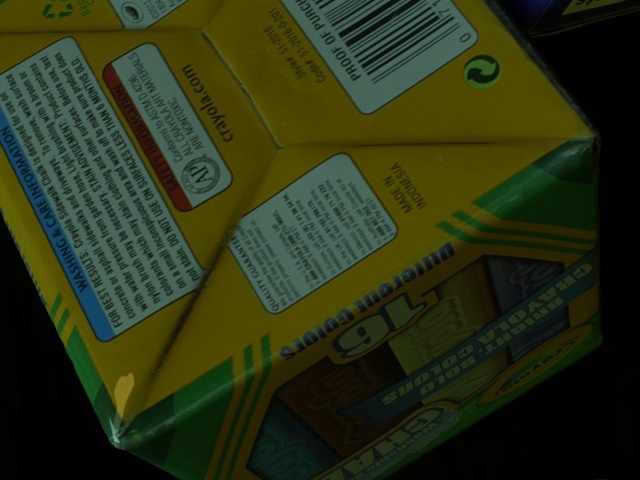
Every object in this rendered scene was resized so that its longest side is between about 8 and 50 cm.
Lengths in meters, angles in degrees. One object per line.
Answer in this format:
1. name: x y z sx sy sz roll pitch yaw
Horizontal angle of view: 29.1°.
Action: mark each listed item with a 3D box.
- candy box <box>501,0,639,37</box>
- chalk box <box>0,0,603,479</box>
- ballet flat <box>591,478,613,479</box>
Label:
1. candy box: 0.101 -0.272 0.392 0.268 0.122 0.317 58 140 22
2. chalk box: 0.000 0.000 0.531 0.180 0.179 0.289 58 179 25
3. ballet flat: 0.078 0.172 0.634 0.248 0.086 0.086 -34 74 52
